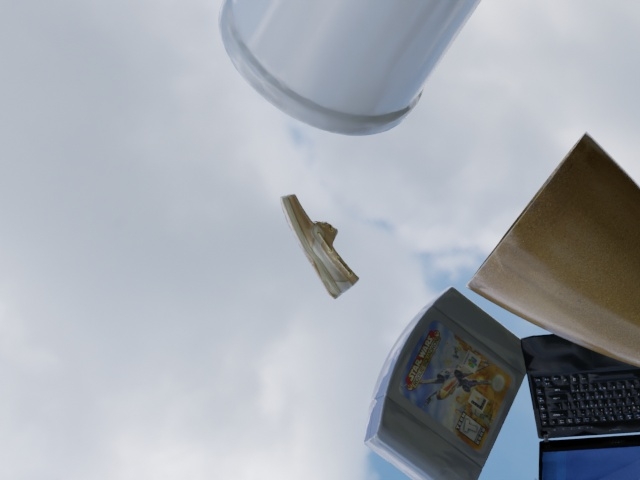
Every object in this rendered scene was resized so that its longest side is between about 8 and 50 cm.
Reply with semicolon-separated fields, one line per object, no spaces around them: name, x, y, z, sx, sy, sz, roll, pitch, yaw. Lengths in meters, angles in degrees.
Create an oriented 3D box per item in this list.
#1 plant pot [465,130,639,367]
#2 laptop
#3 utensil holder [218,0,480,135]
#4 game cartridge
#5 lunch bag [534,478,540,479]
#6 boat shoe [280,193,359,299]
plant pot;0.347;0.036;1.850;0.254;0.237;0.237;37;-147;4
laptop;0.413;0.272;2.207;0.136;0.234;0.264;-53;-46;-65
utensil holder;0.080;-0.390;2.153;0.328;0.385;0.327;18;-134;-19
game cartridge;0.186;0.218;2.270;0.198;0.062;0.297;39;-125;-14
lunch bag;0.306;0.377;2.108;0.071;0.053;0.083;-60;-39;-16
boat shoe;0.000;0.000;2.222;0.170;0.059;0.063;61;176;-13
